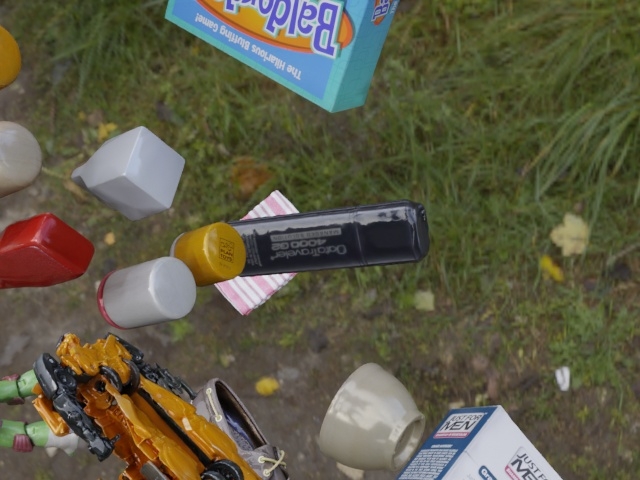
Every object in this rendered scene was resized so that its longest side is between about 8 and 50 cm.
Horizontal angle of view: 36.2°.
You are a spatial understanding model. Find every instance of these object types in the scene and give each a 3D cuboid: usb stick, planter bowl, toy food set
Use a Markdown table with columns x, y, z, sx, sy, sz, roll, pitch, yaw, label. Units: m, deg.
| x | y | z | sx | sy | sz | roll | pitch | yaw | label |
| --- | --- | --- | --- | --- | --- | --- | --- | --- | --- |
| 0.000 | 0.000 | 1.198 | 0.278 | 0.077 | 0.045 | -6 | 12 | 26 | usb stick |
| 0.089 | 0.280 | 1.474 | 0.109 | 0.162 | 0.162 | 26 | 61 | 28 | planter bowl |
| -0.163 | -0.017 | 0.605 | 0.104 | 0.232 | 0.111 | -15 | 50 | 37 | toy food set |

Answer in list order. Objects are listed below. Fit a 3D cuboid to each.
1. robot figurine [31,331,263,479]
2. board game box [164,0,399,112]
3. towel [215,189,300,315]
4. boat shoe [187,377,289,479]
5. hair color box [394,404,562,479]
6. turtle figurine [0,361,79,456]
| x | y | z | sx | sy | sz | roll | pitch | yaw | label |
| --- | --- | --- | --- | --- | --- | --- | --- | --- | --- |
| -0.183 | 0.213 | 1.032 | 0.291 | 0.211 | 0.085 | 43 | 104 | 10 | robot figurine |
| -0.011 | -0.215 | 0.653 | 0.160 | 0.210 | 0.047 | 32 | 30 | 23 | board game box |
| -0.103 | 0.019 | 1.699 | 0.197 | 0.029 | 0.144 | -40 | 74 | -11 | towel |
| -0.119 | 0.379 | 1.679 | 0.324 | 0.116 | 0.097 | 48 | 112 | 27 | boat shoe |
| 0.127 | 0.366 | 1.079 | 0.347 | 0.105 | 0.174 | -45 | 100 | -26 | hair color box |
| -0.487 | 0.268 | 1.353 | 0.266 | 0.275 | 0.198 | -3 | 22 | -29 | turtle figurine |
